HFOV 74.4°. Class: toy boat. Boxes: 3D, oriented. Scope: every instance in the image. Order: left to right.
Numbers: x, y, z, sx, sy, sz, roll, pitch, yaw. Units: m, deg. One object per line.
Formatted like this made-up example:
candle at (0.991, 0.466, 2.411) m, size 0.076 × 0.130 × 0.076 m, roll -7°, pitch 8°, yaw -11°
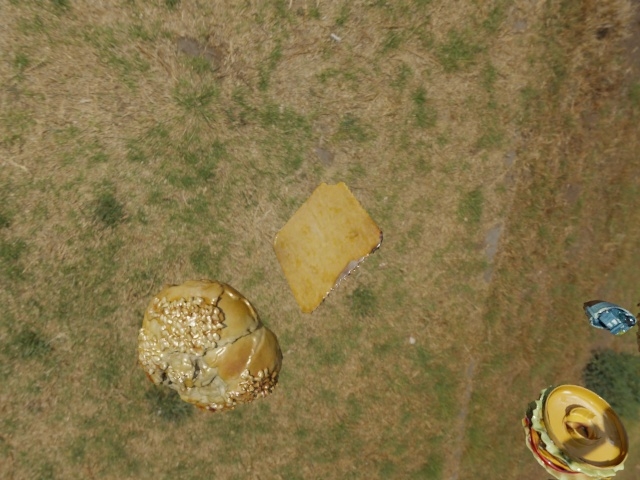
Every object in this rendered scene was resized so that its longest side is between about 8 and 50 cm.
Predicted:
toy boat at (0.576, 0.157, 0.837) m, size 0.137 × 0.061 × 0.060 m, roll 21°, pitch 122°, yaw -25°

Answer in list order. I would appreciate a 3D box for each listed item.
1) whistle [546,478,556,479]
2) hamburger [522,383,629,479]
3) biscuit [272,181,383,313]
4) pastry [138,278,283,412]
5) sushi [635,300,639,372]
whistle at (0.382, 0.549, 0.728) m, size 0.105 × 0.102 × 0.254 m, roll 14°, pitch 78°, yaw 11°
hamburger at (0.769, 0.603, 1.306) m, size 0.274 × 0.275 × 0.212 m, roll -10°, pitch 139°, yaw -13°
biscuit at (0.000, 0.000, 0.869) m, size 0.013 × 0.237 × 0.232 m, roll 24°, pitch 116°, yaw -44°
pastry at (-0.224, 0.228, 0.846) m, size 0.255 × 0.162 × 0.311 m, roll -31°, pitch 114°, yaw 18°
sushi at (0.871, 0.223, 0.855) m, size 0.416 × 0.176 × 0.418 m, roll 1°, pitch 102°, yaw 3°
